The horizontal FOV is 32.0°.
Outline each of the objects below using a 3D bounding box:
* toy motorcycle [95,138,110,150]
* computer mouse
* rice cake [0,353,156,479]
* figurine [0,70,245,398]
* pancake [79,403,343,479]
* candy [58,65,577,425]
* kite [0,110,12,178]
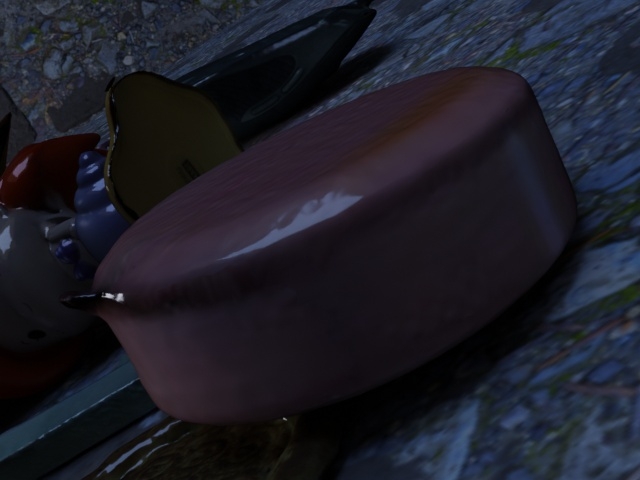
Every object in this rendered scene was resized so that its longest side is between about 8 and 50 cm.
[{"bbox_3d":[-0.303,-0.038,1.310,0.260,0.110,0.171,-37,-1,11],"label":"toy motorcycle"},{"bbox_3d":[-0.032,-0.195,1.259,0.379,0.090,0.167,-28,16,0],"label":"computer mouse"},{"bbox_3d":[-0.130,0.098,0.684,0.180,0.030,0.042,-31,29,5],"label":"rice cake"},{"bbox_3d":[-0.170,0.000,0.834,0.257,0.181,0.208,-24,58,33],"label":"figurine"},{"bbox_3d":[-0.070,0.122,0.526,0.190,0.020,0.184,-24,20,31],"label":"pancake"},{"bbox_3d":[0.000,0.000,0.568,0.255,0.094,0.255,-25,14,7],"label":"candy"},{"bbox_3d":[-0.309,0.043,0.861,0.377,0.013,0.328,88,-156,-73],"label":"kite"}]
